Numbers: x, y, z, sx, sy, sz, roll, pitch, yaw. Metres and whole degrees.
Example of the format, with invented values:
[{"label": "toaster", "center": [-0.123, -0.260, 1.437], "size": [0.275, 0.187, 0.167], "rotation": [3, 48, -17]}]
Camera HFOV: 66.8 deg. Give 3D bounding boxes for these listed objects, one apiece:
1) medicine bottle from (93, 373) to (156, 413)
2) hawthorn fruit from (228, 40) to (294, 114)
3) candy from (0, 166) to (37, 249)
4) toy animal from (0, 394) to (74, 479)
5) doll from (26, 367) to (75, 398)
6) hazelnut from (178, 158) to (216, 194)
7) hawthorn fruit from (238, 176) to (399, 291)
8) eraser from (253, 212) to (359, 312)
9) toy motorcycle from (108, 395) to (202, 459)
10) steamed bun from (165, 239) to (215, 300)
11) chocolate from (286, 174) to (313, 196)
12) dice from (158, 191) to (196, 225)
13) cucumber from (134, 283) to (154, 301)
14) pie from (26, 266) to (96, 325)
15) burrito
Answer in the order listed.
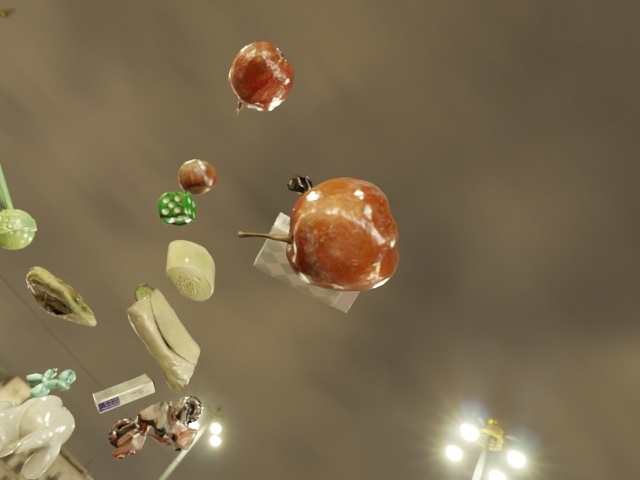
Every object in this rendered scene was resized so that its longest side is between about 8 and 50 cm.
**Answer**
[{"label": "medicine bottle", "center": [-0.728, 0.561, 1.798], "size": [0.171, 0.201, 0.052], "rotation": [-10, -84, 59]}, {"label": "hawthorn fruit", "center": [-0.208, -0.515, 1.588], "size": [0.253, 0.205, 0.205], "rotation": [-40, -83, 19]}, {"label": "candy", "center": [-0.769, -0.143, 1.163], "size": [0.092, 0.092, 0.336], "rotation": [-171, -113, -81]}, {"label": "toy animal", "center": [-0.698, 0.454, 1.139], "size": [0.192, 0.178, 0.128], "rotation": [7, -69, 6]}, {"label": "doll", "center": [-1.017, 0.538, 1.839], "size": [0.159, 0.158, 0.059], "rotation": [25, -51, 43]}, {"label": "hazelnut", "center": [-0.281, -0.146, 1.113], "size": [0.086, 0.086, 0.086], "rotation": [20, -47, 22]}, {"label": "hawthorn fruit", "center": [0.040, 0.004, 0.965], "size": [0.235, 0.263, 0.231], "rotation": [16, -36, 56]}, {"label": "eraser", "center": [-0.026, 0.086, 1.804], "size": [0.396, 0.082, 0.213], "rotation": [28, -76, -6]}, {"label": "toy motorcycle", "center": [-0.364, 0.428, 1.080], "size": [0.084, 0.212, 0.118], "rotation": [80, -10, -52]}, {"label": "steamed bun", "center": [-0.529, 0.117, 2.031], "size": [0.154, 0.200, 0.250], "rotation": [-16, -45, 11]}, {"label": "chocolate", "center": [-0.036, -0.126, 1.374], "size": [0.072, 0.070, 0.147], "rotation": [-42, -97, 16]}, {"label": "dice", "center": [-0.612, -0.136, 2.076], "size": [0.130, 0.120, 0.128], "rotation": [-8, -17, 5]}, {"label": "cucumber", "center": [-0.679, 0.209, 1.881], "size": [0.077, 0.077, 0.265], "rotation": [48, -18, -7]}, {"label": "pie", "center": [-1.037, 0.241, 1.937], "size": [0.338, 0.077, 0.339], "rotation": [21, -36, 16]}, {"label": "burrito", "center": [-0.469, 0.301, 1.468], "size": [0.105, 0.143, 0.299], "rotation": [-33, -90, 23]}]
